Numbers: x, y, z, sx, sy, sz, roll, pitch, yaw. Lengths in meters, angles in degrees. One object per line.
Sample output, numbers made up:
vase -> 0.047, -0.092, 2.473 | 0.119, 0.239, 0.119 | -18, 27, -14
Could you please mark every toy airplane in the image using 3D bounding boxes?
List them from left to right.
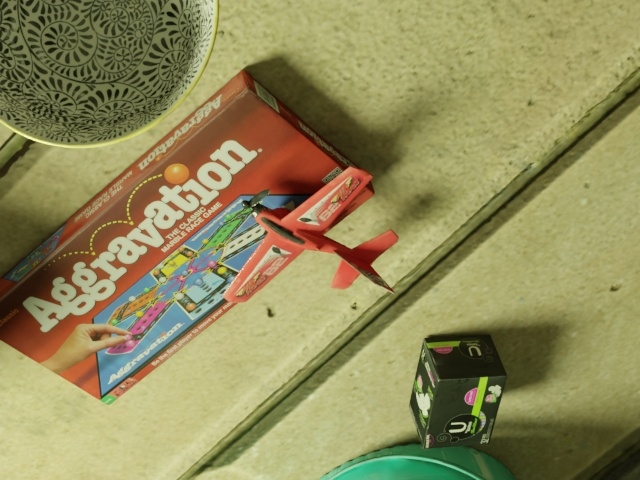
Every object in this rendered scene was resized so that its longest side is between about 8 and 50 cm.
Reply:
toy airplane -> 0.000, 0.000, 1.169 | 0.151, 0.028, 0.151 | -8, 133, -8

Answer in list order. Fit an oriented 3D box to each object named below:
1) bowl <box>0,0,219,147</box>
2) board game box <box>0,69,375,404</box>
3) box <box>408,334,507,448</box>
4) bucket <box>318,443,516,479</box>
bowl -> -0.140, -0.138, 0.997 | 0.170, 0.170, 0.080 | -24, 175, 6
board game box -> -0.111, 0.006, 1.181 | 0.281, 0.027, 0.145 | -39, 127, 18
box -> 0.114, 0.126, 1.325 | 0.062, 0.052, 0.083 | -3, 131, -13
bucket -> 0.090, 0.323, 1.400 | 0.281, 0.183, 0.281 | -8, 131, -9
